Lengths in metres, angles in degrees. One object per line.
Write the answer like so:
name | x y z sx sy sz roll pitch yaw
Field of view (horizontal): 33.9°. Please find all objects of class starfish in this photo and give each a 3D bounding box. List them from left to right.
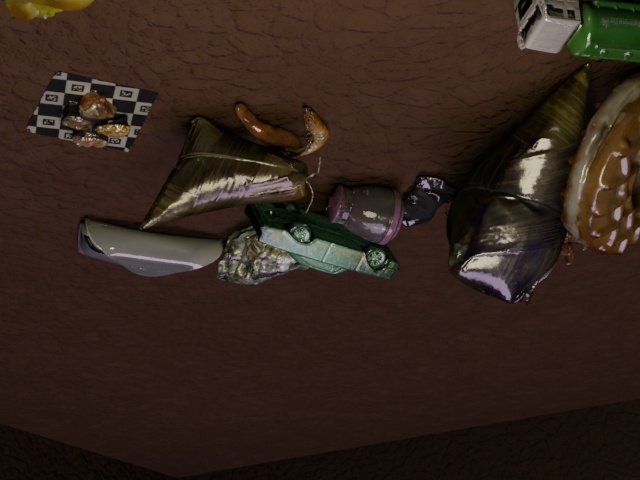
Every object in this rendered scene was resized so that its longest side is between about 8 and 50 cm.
starfish | 0.493 0.001 2.321 0.238 0.071 0.216 -2 151 -27

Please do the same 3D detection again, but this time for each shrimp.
shrimp | -0.028 -0.192 1.869 0.091 0.025 0.127 -29 148 -7

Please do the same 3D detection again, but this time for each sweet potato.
sweet potato | -0.096 -0.194 1.864 0.044 0.044 0.179 -22 149 35

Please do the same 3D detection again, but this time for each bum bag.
bum bag | 0.209 -0.072 2.145 0.087 0.049 0.197 10 153 -15

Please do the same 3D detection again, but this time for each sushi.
sushi | -0.395 -0.203 1.814 0.193 0.040 0.210 10 152 -24

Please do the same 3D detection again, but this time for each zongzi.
zongzi | -0.153 -0.070 1.812 0.248 0.241 0.111 22 155 7
zongzi | 0.376 -0.126 1.958 0.208 0.432 0.403 21 -171 -1

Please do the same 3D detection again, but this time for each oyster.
oyster | -0.095 0.033 2.268 0.268 0.112 0.198 -28 146 35

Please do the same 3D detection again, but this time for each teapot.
teapot | 0.083 -0.068 2.105 0.146 0.148 0.116 14 116 -15

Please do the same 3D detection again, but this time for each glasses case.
glasses case | -0.372 0.028 2.256 0.308 0.083 0.128 8 152 -22

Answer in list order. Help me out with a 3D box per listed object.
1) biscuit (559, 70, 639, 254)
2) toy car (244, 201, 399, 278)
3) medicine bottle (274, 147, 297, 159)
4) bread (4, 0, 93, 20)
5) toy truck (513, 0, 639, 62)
biscuit | 0.523 -0.130 1.785 0.103 0.332 0.332 29 174 35
toy car | 0.000 0.000 2.138 0.321 0.141 0.097 17 112 -25
medicine bottle | -0.113 -0.118 1.977 0.140 0.079 0.079 -16 152 25
bread | -0.379 -0.395 1.273 0.333 0.160 0.333 -4 154 -2
toy truck | 0.413 -0.324 1.548 0.243 0.124 0.101 4 155 -12
